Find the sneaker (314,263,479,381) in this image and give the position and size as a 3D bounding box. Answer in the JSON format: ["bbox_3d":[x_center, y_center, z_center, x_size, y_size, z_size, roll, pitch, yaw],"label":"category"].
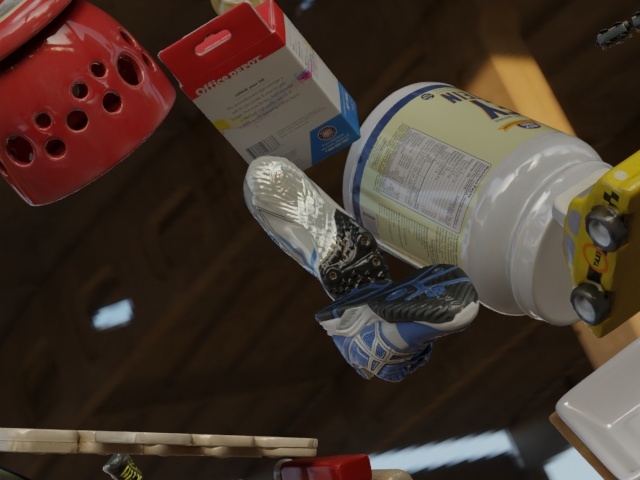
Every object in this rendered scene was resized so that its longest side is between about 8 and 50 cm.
[{"bbox_3d":[0.078,0.075,1.258,0.080,0.081,0.211,-31,8,-26],"label":"sneaker"}]

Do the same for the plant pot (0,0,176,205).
[{"bbox_3d":[-0.266,-0.154,1.406,0.191,0.191,0.174,-31,-66,17],"label":"plant pot"}]

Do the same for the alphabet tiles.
[{"bbox_3d":[-0.149,0.165,1.165,0.284,0.021,0.278,8,-10,-38],"label":"alphabet tiles"}]

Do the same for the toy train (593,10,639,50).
[{"bbox_3d":[0.447,-0.302,1.960,0.158,0.027,0.036,-25,-12,28],"label":"toy train"}]

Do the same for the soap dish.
[{"bbox_3d":[0.482,0.225,1.910,0.291,0.229,0.118,-36,-58,-2],"label":"soap dish"}]

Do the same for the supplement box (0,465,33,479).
[{"bbox_3d":[-0.271,0.238,1.160,0.056,0.083,0.083,26,-78,-12],"label":"supplement box"}]

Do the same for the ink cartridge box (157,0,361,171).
[{"bbox_3d":[-0.071,-0.185,1.675,0.134,0.078,0.231,-28,-54,19],"label":"ink cartridge box"}]

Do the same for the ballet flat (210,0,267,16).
[{"bbox_3d":[-0.138,-0.395,2.108,0.080,0.232,0.073,-24,-34,-5],"label":"ballet flat"}]

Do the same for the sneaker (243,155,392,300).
[{"bbox_3d":[0.000,0.000,1.637,0.085,0.237,0.086,-37,-19,-12],"label":"sneaker"}]

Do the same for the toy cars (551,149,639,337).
[{"bbox_3d":[0.288,0.000,1.218,0.176,0.087,0.394,-53,-32,13],"label":"toy cars"}]

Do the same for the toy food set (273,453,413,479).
[{"bbox_3d":[-0.006,0.243,1.218,0.232,0.111,0.104,-12,0,-42],"label":"toy food set"}]

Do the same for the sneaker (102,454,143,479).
[{"bbox_3d":[-0.201,0.240,1.494,0.031,0.035,0.083,-49,-14,-12],"label":"sneaker"}]

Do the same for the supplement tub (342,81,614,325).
[{"bbox_3d":[0.212,-0.047,1.796,0.235,0.325,0.235,-22,-55,-35],"label":"supplement tub"}]
